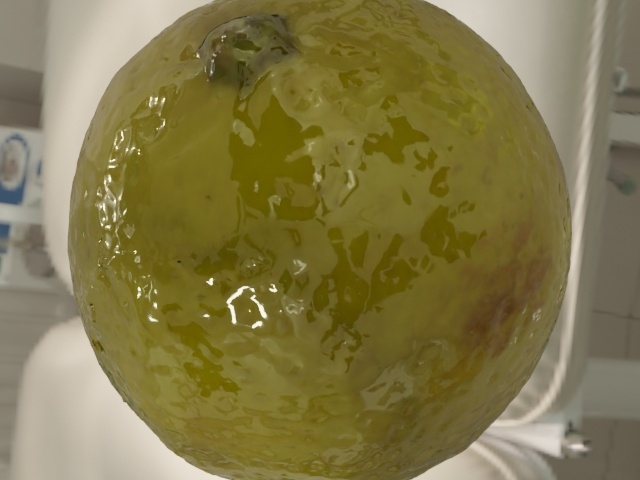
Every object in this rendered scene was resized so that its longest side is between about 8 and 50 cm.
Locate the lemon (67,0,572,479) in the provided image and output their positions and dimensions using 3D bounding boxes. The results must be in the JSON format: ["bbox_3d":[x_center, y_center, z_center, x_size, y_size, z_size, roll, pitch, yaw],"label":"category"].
[{"bbox_3d":[0.000,0.001,0.693,0.267,0.267,0.267,-8,78,45],"label":"lemon"}]
